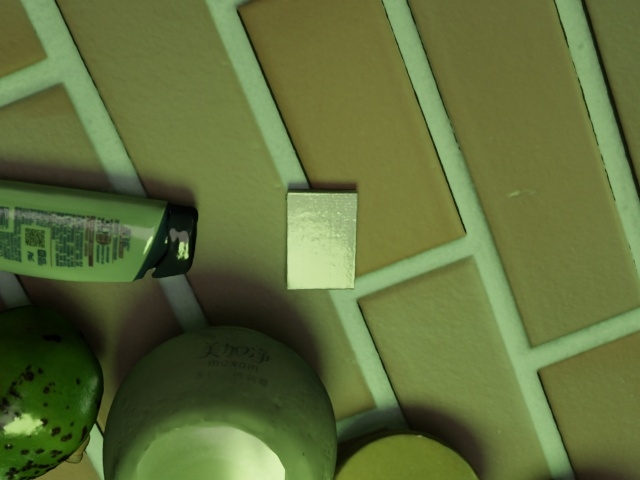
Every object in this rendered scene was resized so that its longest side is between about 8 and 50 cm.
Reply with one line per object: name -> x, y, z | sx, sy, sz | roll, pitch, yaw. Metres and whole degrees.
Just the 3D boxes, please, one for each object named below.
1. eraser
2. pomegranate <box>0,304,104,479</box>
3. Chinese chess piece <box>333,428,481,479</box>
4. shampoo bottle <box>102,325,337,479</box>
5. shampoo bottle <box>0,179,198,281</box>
eraser -> 0.000, 0.000, 1.265 | 0.104, 0.023, 0.150 | 0, 107, -3
pomegranate -> -0.415, 0.218, 1.209 | 0.254, 0.254, 0.270 | -34, 129, 8
Chinese chess piece -> 0.122, 0.417, 1.298 | 0.274, 0.102, 0.273 | 2, 70, -6
shampoo bottle -> -0.137, 0.287, 1.195 | 0.323, 0.317, 0.322 | -1, 110, -2
shampoo bottle -> -0.357, -0.008, 1.218 | 0.360, 0.078, 0.134 | 7, 110, -5
